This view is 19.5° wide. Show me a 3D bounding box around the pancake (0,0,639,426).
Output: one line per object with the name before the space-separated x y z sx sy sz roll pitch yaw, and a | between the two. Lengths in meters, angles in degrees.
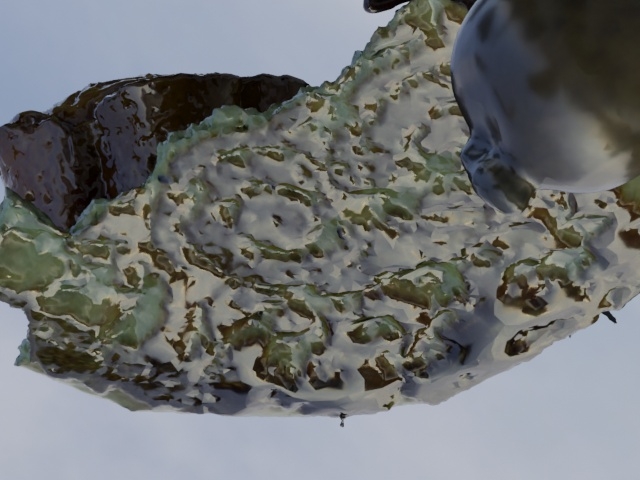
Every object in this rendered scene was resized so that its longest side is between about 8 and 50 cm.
pancake | 0.004 0.003 1.150 0.305 0.427 0.067 51 -157 -37

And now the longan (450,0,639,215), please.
longan | 0.101 -0.064 0.766 0.106 0.119 0.106 37 178 2

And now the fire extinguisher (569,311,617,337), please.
fire extinguisher | 0.110 0.034 1.629 0.093 0.294 0.118 -64 -33 -35

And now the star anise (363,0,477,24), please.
star anise | 0.159 -0.138 1.469 0.190 0.125 0.220 33 -179 29

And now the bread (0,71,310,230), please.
bread | -0.110 -0.041 1.285 0.247 0.232 0.135 7 -106 -60
